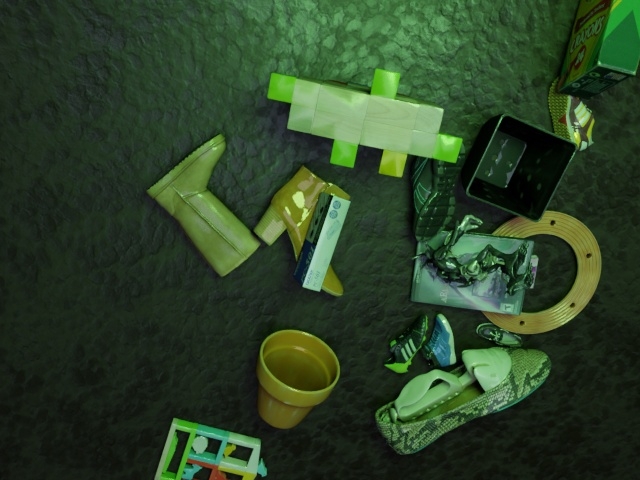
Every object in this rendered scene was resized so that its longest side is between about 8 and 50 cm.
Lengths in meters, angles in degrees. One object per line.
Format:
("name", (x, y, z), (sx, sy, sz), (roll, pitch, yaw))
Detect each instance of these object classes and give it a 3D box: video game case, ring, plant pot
("video game case", (0.372, 0.076, 1.400), (0.274, 0.026, 0.196), (6, 108, 8))
("ring", (0.552, 0.083, 1.446), (0.336, 0.032, 0.337), (-1, 109, -4))
("plant pot", (0.426, -0.177, 1.282), (0.187, 0.167, 0.188), (20, 106, -10))
("plant pot", (-0.077, 0.363, 1.416), (0.205, 0.205, 0.188), (16, 121, -9))

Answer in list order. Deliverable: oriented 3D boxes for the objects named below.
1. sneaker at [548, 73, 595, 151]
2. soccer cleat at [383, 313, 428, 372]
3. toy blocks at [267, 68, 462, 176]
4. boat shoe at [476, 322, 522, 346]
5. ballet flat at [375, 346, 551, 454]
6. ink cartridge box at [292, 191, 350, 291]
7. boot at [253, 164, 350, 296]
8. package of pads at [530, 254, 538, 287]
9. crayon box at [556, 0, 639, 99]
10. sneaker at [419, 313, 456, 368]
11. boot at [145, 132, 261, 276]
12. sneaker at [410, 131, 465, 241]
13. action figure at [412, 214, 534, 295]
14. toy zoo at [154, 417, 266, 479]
("sneaker", (0.591, -0.300, 1.313), (0.083, 0.069, 0.186), (-18, 110, -15))
("soccer cleat", (0.223, 0.267, 1.468), (0.072, 0.060, 0.179), (20, 108, -9))
("toy blocks", (0.092, -0.271, 1.193), (0.381, 0.261, 0.191), (12, 109, 0))
("boat shoe", (0.476, 0.254, 1.491), (0.125, 0.038, 0.046), (19, 105, -10))
("ballet flat", (0.354, 0.386, 1.454), (0.482, 0.164, 0.182), (-32, 116, 10))
("ink cartridge box", (0.000, 0.000, 1.247), (0.046, 0.097, 0.207), (17, 94, -18))
("boot", (0.007, -0.020, 1.340), (0.295, 0.104, 0.211), (41, 94, -21))
("package of pads", (0.512, 0.076, 1.407), (0.050, 0.032, 0.083), (3, 107, 0))
("crayon box", (0.599, -0.474, 1.154), (0.081, 0.202, 0.319), (15, 90, 1))
("sneaker", (0.300, 0.270, 1.473), (0.084, 0.058, 0.152), (-18, 115, -7))
("boot", (-0.235, -0.082, 1.313), (0.236, 0.089, 0.269), (-36, 108, 15))
("sneaker", (0.262, -0.126, 1.326), (0.101, 0.106, 0.268), (-3, 119, -30))
("action figure", (0.355, 0.039, 1.307), (0.141, 0.275, 0.164), (-53, 128, -22))
("toy zoo", (-0.290, 0.611, 1.555), (0.293, 0.030, 0.193), (18, 106, -9))
